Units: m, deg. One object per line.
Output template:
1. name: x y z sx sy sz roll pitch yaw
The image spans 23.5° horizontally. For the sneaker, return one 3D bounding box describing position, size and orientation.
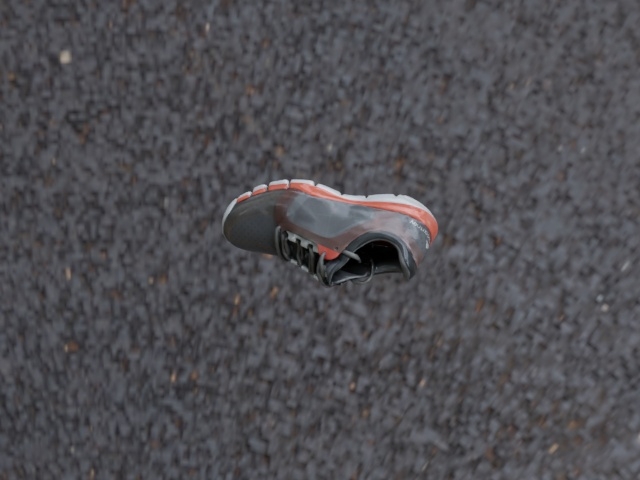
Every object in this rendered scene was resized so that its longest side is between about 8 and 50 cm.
1. sneaker: 0.000 0.000 1.080 0.157 0.061 0.065 0 47 19
